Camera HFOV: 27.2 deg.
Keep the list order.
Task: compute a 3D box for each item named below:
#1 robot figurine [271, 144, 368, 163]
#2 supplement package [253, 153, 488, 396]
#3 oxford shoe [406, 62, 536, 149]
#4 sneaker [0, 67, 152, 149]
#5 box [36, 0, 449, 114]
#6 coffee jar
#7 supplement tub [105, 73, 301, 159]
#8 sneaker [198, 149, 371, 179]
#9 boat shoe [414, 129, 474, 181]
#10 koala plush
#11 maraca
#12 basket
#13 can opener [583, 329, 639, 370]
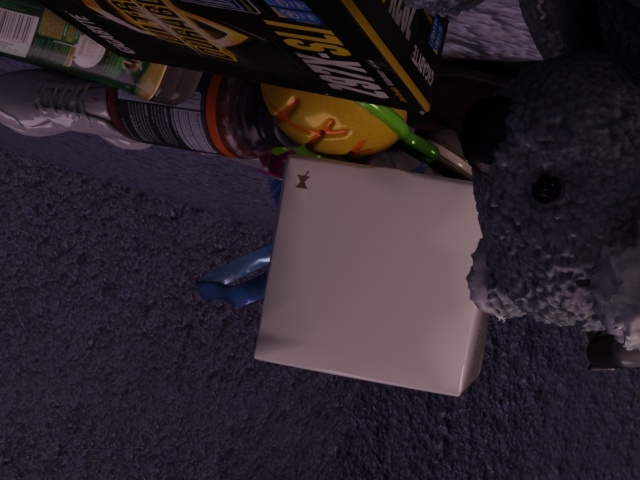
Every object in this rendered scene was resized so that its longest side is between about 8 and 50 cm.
[{"bbox_3d":[-0.004,-0.113,1.305,0.115,0.101,0.067,43,164,22],"label":"robot figurine"},{"bbox_3d":[0.064,0.033,1.190,0.177,0.175,0.293,10,179,10],"label":"supplement package"},{"bbox_3d":[0.137,-0.093,1.085,0.082,0.096,0.227,14,178,-35],"label":"oxford shoe"},{"bbox_3d":[-0.300,-0.175,1.652,0.232,0.090,0.115,6,172,-19],"label":"sneaker"},{"bbox_3d":[-0.070,-0.170,0.840,0.257,0.079,0.322,11,176,15],"label":"box"},{"bbox_3d":[-0.183,-0.173,1.067,0.184,0.079,0.096,15,-152,-22],"label":"coffee jar"},{"bbox_3d":[-0.101,-0.134,1.256,0.197,0.106,0.106,11,175,32],"label":"supplement tub"},{"bbox_3d":[-0.027,-0.113,1.437,0.111,0.103,0.252,14,-175,-45],"label":"sneaker"},{"bbox_3d":[0.201,-0.075,1.306,0.112,0.096,0.335,28,-178,40],"label":"boat shoe"},{"bbox_3d":[0.140,-0.058,0.607,0.203,0.221,0.196,15,176,-26],"label":"koala plush"},{"bbox_3d":[0.024,-0.111,1.094,0.185,0.099,0.127,32,179,-43],"label":"maraca"},{"bbox_3d":[0.000,0.000,1.575,0.289,0.201,0.255,-23,-172,-14],"label":"basket"},{"bbox_3d":[0.287,0.079,1.189,0.095,0.076,0.283,-3,174,3],"label":"can opener"}]
